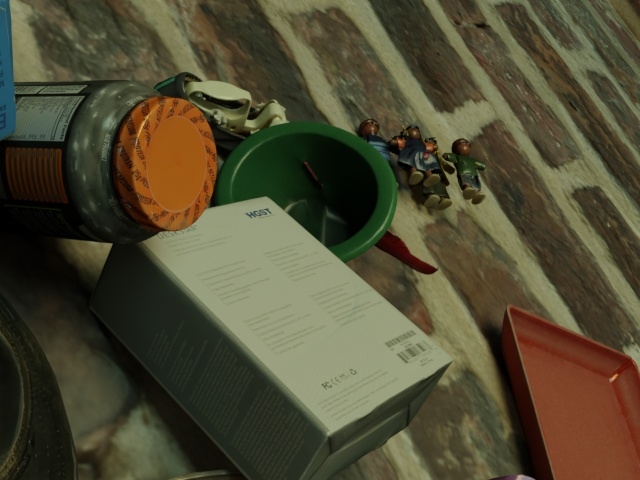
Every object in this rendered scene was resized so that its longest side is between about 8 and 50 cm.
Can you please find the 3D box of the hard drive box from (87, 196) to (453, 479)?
[{"bbox_3d":[-0.039,0.075,0.716,0.232,0.089,0.181,42,32,23],"label":"hard drive box"}]

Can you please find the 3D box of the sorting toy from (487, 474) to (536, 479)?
[{"bbox_3d":[0.264,0.356,0.822,0.365,0.126,0.127,42,63,-2],"label":"sorting toy"}]

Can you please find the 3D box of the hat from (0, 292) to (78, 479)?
[{"bbox_3d":[-0.258,0.081,0.497,0.331,0.134,0.331,27,41,-26],"label":"hat"}]

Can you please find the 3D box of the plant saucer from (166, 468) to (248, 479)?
[{"bbox_3d":[-0.030,0.276,0.548,0.311,0.050,0.310,15,32,-9],"label":"plant saucer"}]

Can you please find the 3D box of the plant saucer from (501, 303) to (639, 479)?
[{"bbox_3d":[0.320,0.226,1.050,0.259,0.048,0.258,23,42,-32],"label":"plant saucer"}]

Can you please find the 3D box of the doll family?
[{"bbox_3d":[0.123,-0.104,1.130,0.193,0.076,0.111,18,50,-32],"label":"doll family"}]

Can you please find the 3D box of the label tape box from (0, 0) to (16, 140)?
[{"bbox_3d":[-0.393,-0.110,0.521,0.334,0.106,0.240,18,32,16],"label":"label tape box"}]

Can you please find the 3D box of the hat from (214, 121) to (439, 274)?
[{"bbox_3d":[0.000,0.000,0.940,0.208,0.183,0.173,30,66,18],"label":"hat"}]

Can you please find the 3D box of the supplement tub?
[{"bbox_3d":[-0.178,-0.058,0.644,0.117,0.190,0.117,-17,110,-59],"label":"supplement tub"}]

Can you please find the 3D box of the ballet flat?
[{"bbox_3d":[-0.081,-0.124,0.933,0.203,0.074,0.074,21,44,-34],"label":"ballet flat"}]
